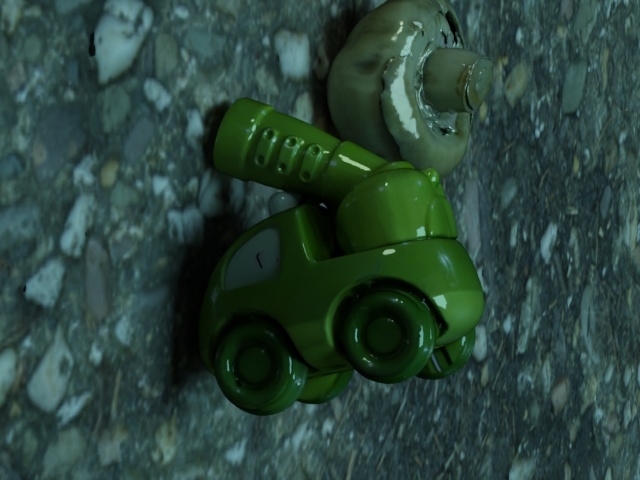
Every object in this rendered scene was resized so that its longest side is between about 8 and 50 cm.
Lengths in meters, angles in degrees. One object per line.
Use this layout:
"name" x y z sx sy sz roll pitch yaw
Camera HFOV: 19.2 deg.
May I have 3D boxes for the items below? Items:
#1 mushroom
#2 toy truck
"mushroom" 0.074 -0.120 1.446 0.154 0.122 0.154 4 85 -59
"toy truck" 0.016 0.013 1.259 0.148 0.187 0.211 7 86 -70
